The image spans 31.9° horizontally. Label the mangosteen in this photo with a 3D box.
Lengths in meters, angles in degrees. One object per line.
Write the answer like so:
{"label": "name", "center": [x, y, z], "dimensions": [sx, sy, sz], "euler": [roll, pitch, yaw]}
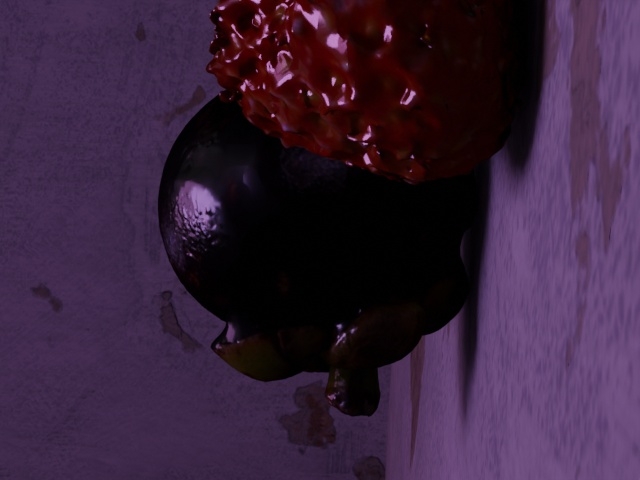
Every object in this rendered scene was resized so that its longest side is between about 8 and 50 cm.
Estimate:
{"label": "mangosteen", "center": [-0.003, -0.003, 0.938], "dimensions": [0.287, 0.233, 0.288], "euler": [-19, -63, -44]}

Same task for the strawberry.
{"label": "strawberry", "center": [0.063, -0.121, 0.699], "dimensions": [0.178, 0.233, 0.234], "euler": [-126, 28, -44]}
